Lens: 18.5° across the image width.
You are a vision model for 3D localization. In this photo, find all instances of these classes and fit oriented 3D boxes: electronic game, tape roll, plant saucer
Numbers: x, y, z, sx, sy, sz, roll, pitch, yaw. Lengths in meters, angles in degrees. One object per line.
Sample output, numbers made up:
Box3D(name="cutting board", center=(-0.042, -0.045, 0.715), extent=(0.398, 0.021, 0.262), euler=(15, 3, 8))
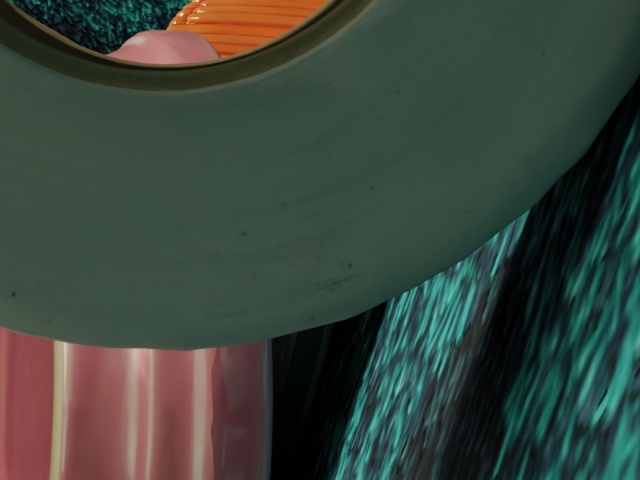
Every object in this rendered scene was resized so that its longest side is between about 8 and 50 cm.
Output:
Box3D(name="electronic game", center=(0.000, 0.000, 0.913), extent=(0.229, 0.048, 0.229), euler=(-167, 90, -88))
Box3D(name="tape roll", center=(-0.043, -0.117, 0.532), extent=(0.100, 0.286, 0.286), euler=(-119, 49, -83))
Box3D(name="plant saucer", center=(-0.103, 0.065, 0.930), extent=(0.332, 0.084, 0.332), euler=(-178, 90, -73))

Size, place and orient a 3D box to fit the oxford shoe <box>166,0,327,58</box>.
Box3D(name="oxford shoe", center=(-0.010, -0.100, 1.166), extent=(0.364, 0.130, 0.133), euler=(-69, -16, -47))
